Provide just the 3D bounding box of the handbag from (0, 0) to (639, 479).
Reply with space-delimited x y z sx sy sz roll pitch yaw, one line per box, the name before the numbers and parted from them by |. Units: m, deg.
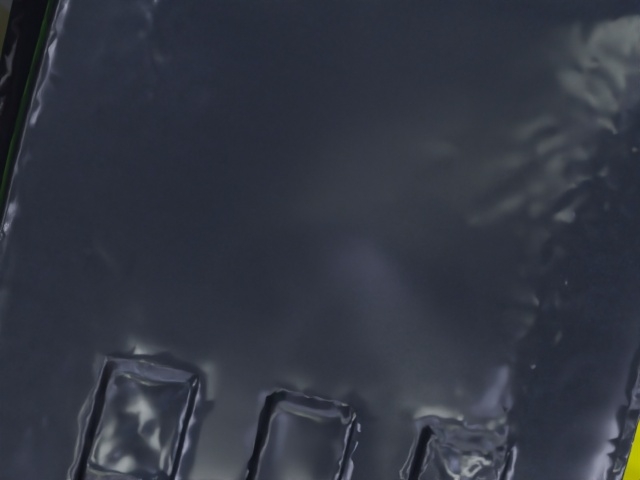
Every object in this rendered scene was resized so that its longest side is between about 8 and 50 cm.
handbag | 0.000 0.000 0.753 0.122 0.303 0.329 -164 -93 -72
